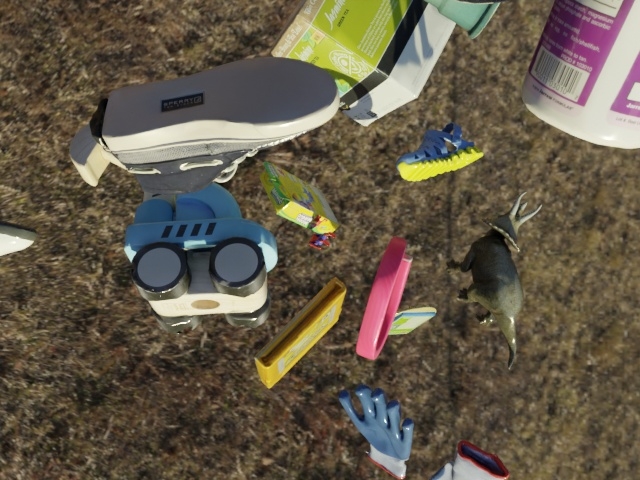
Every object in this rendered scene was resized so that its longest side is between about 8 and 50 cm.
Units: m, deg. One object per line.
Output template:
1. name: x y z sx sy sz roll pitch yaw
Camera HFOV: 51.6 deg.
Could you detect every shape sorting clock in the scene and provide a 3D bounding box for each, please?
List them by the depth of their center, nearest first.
1. shape sorting clock: 0.240 0.232 1.950 0.206 0.206 0.040 3 57 -39

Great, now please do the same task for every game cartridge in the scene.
1. game cartridge: -0.049 0.253 1.731 0.052 0.324 0.285 42 73 14

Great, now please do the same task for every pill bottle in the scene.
1. pill bottle: 0.344 -0.266 0.702 0.169 0.169 0.302 -17 135 -39

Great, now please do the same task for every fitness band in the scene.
1. fitness band: 0.147 0.132 1.500 0.209 0.054 0.291 -48 153 -62

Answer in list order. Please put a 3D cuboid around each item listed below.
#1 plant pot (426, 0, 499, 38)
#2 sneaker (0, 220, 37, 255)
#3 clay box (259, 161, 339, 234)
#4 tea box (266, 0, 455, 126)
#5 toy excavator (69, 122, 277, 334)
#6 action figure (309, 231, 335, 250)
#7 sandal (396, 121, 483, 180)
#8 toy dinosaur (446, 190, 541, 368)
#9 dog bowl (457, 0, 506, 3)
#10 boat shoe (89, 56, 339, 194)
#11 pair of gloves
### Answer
1. plant pot: 0.214 -0.606 1.228 0.334 0.341 0.341 25 68 -2
2. sneaker: -0.551 0.043 0.972 0.269 0.090 0.145 1 81 4
3. clay box: -0.058 -0.098 1.576 0.222 0.053 0.127 23 32 -48
4. tea box: 0.082 -0.473 1.581 0.323 0.329 0.220 31 79 -12
5. toy excavator: -0.308 -0.051 1.374 0.432 0.222 0.446 -3 62 -1
6. action figure: 0.000 0.000 1.537 0.030 0.115 0.038 34 77 -19
7. sandal: 0.341 -0.268 1.983 0.317 0.126 0.138 -18 82 -37
8. toy dinosaur: 0.322 0.076 1.238 0.120 0.160 0.314 8 71 -12
9. dog bowl: 0.222 -0.472 0.795 0.102 0.348 0.349 -34 108 -49
10. boat shoe: -0.134 -0.153 0.941 0.158 0.340 0.127 71 18 -60
11. pair of gloves: 0.102 0.210 0.645 0.023 0.198 0.159 -46 148 -29
